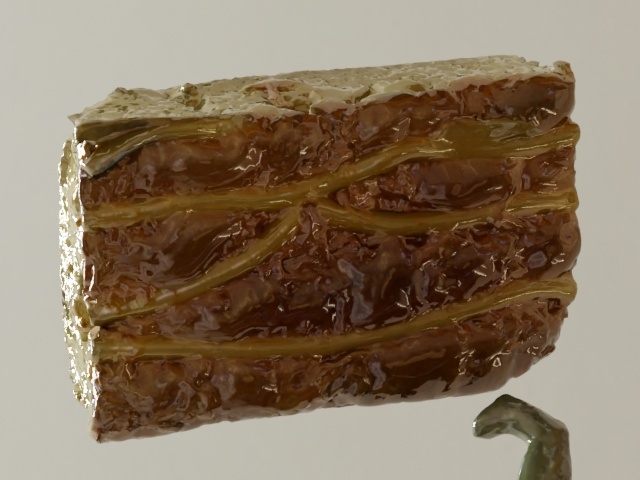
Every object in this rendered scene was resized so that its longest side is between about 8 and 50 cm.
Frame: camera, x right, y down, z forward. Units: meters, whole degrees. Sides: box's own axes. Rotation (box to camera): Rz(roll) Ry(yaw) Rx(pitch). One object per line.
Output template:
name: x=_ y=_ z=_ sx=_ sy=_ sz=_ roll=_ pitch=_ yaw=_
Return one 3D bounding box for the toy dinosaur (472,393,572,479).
toy dinosaur: x=0.098 y=0.215 z=0.903 sx=0.162 sy=0.077 sz=0.294 roll=31 pitch=-92 yaw=36

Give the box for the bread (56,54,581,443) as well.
bread: x=0.000 y=0.000 z=0.963 sx=0.275 sy=0.114 sz=0.184 roll=-7 pitch=-69 yaw=-18
